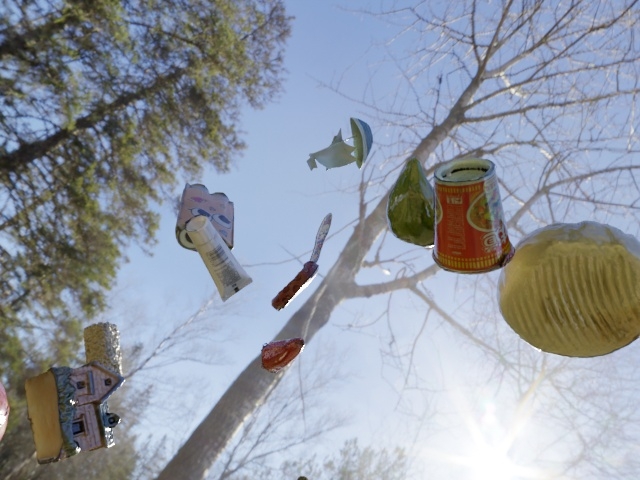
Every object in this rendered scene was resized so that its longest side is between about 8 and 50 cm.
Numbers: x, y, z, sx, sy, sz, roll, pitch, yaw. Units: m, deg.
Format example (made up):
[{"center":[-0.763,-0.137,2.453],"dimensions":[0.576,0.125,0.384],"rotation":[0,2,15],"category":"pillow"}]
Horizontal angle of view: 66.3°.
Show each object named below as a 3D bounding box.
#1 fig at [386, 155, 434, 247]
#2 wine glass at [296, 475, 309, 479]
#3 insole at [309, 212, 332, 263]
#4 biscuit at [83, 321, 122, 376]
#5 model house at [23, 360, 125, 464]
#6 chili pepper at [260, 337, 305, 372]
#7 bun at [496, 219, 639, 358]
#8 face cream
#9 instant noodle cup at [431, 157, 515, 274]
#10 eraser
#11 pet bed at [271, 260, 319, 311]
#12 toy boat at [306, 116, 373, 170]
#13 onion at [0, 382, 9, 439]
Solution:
[{"center":[0.247,-0.085,1.325],"dimensions":[0.167,0.167,0.234],"rotation":[-19,-69,46],"category":"fig"},{"center":[-0.114,0.555,1.038],"dimensions":[0.066,0.197,0.066],"rotation":[-6,-98,52],"category":"wine glass"},{"center":[0.000,0.000,1.552],"dimensions":[0.004,0.065,0.197],"rotation":[32,-62,27],"category":"insole"},{"center":[-0.561,0.293,1.264],"dimensions":[0.081,0.169,0.070],"rotation":[-13,-20,0],"category":"biscuit"},{"center":[-0.504,0.357,1.042],"dimensions":[0.166,0.172,0.183],"rotation":[-23,-107,36],"category":"model house"},{"center":[-0.090,0.290,1.297],"dimensions":[0.064,0.088,0.169],"rotation":[11,-29,-34],"category":"chili pepper"},{"center":[0.628,0.111,1.220],"dimensions":[0.364,0.219,0.366],"rotation":[11,-61,21],"category":"bun"},{"center":[-0.240,0.044,1.159],"dimensions":[0.058,0.092,0.244],"rotation":[38,-23,45],"category":"face cream"},{"center":[0.331,-0.062,1.091],"dimensions":[0.193,0.193,0.212],"rotation":[5,-57,33],"category":"instant noodle cup"},{"center":[-0.348,-0.066,1.481],"dimensions":[0.171,0.291,0.087],"rotation":[24,-67,-21],"category":"eraser"},{"center":[-0.076,0.138,1.501],"dimensions":[0.053,0.201,0.201],"rotation":[41,-39,-1],"category":"pet bed"},{"center":[0.050,-0.174,0.980],"dimensions":[0.034,0.149,0.105],"rotation":[34,-12,50],"category":"toy boat"},{"center":[-0.450,0.232,0.554],"dimensions":[0.147,0.183,0.184],"rotation":[54,-30,31],"category":"onion"}]
